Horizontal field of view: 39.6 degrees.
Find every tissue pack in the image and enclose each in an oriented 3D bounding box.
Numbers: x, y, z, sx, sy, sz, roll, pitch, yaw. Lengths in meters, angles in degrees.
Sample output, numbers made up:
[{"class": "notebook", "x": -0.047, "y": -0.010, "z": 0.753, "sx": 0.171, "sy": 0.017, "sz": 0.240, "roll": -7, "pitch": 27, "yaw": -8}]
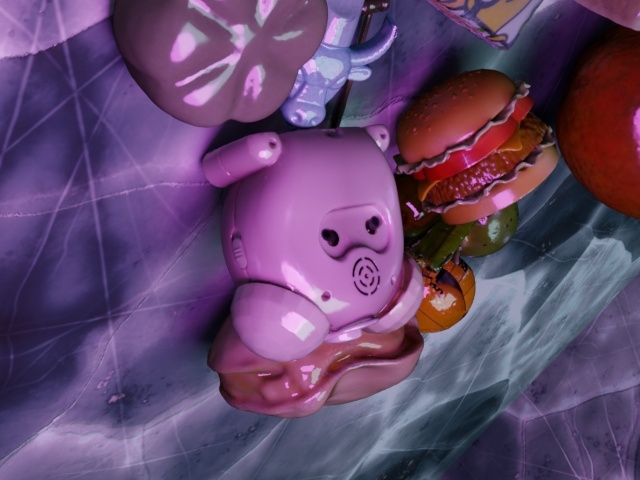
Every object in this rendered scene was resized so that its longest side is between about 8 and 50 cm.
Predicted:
[{"class": "tissue pack", "x": 0.246, "y": -0.439, "z": 1.327, "sx": 0.311, "sy": 0.128, "sz": 0.228, "roll": 9, "pitch": 118, "yaw": -56}]

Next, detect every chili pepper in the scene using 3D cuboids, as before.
[{"class": "chili pepper", "x": 0.297, "y": -0.068, "z": 1.668, "sx": 0.359, "sy": 0.085, "sz": 0.076, "roll": -40, "pitch": 147, "yaw": -26}]

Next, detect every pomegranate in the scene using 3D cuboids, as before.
[{"class": "pomegranate", "x": 0.292, "y": -0.035, "z": 1.780, "sx": 0.224, "sy": 0.181, "sz": 0.181, "roll": -39, "pitch": 152, "yaw": -34}]

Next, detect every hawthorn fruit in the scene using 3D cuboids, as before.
[{"class": "hawthorn fruit", "x": 0.691, "y": -0.263, "z": 1.804, "sx": 0.471, "sy": 0.472, "sz": 0.472, "roll": -32, "pitch": 148, "yaw": -23}]

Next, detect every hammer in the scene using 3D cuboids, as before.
[{"class": "hammer", "x": 0.045, "y": -0.256, "z": 1.406, "sx": 0.058, "sy": 0.029, "sz": 0.292, "roll": -20, "pitch": 143, "yaw": -35}]

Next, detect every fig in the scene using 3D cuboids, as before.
[{"class": "fig", "x": 0.197, "y": -0.101, "z": 1.737, "sx": 0.236, "sy": 0.124, "sz": 0.124, "roll": -52, "pitch": 161, "yaw": -44}]

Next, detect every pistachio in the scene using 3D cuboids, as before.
[{"class": "pistachio", "x": 0.005, "y": 0.179, "z": 1.600, "sx": 0.445, "sy": 0.365, "sz": 0.282, "roll": -24, "pitch": 104, "yaw": -50}]

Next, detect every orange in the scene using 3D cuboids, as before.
[{"class": "orange", "x": 0.209, "y": 0.104, "z": 1.859, "sx": 0.234, "sy": 0.234, "sz": 0.182, "roll": 13, "pitch": 72, "yaw": -57}]

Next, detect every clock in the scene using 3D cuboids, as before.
[{"class": "clock", "x": 0.000, "y": 0.000, "z": 1.338, "sx": 0.342, "sy": 0.326, "sz": 0.184, "roll": -10, "pitch": 179, "yaw": -36}]

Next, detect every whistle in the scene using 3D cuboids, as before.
[{"class": "whistle", "x": 0.000, "y": -0.275, "z": 1.257, "sx": 0.186, "sy": 0.093, "sz": 0.274, "roll": 8, "pitch": 121, "yaw": -24}]

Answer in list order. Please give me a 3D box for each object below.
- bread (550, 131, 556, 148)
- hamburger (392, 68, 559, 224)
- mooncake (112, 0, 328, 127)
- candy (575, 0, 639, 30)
[{"class": "bread", "x": 0.410, "y": -0.193, "z": 1.864, "sx": 0.236, "sy": 0.106, "sz": 0.140, "roll": -5, "pitch": 129, "yaw": -50}, {"class": "hamburger", "x": 0.256, "y": -0.178, "z": 1.537, "sx": 0.274, "sy": 0.212, "sz": 0.274, "roll": -33, "pitch": -165, "yaw": 10}, {"class": "mooncake", "x": -0.114, "y": -0.262, "z": 1.070, "sx": 0.275, "sy": 0.135, "sz": 0.275, "roll": -25, "pitch": 140, "yaw": -23}, {"class": "candy", "x": 0.585, "y": -0.546, "z": 1.580, "sx": 0.135, "sy": 0.179, "sz": 0.321, "roll": -17, "pitch": 140, "yaw": -43}]
